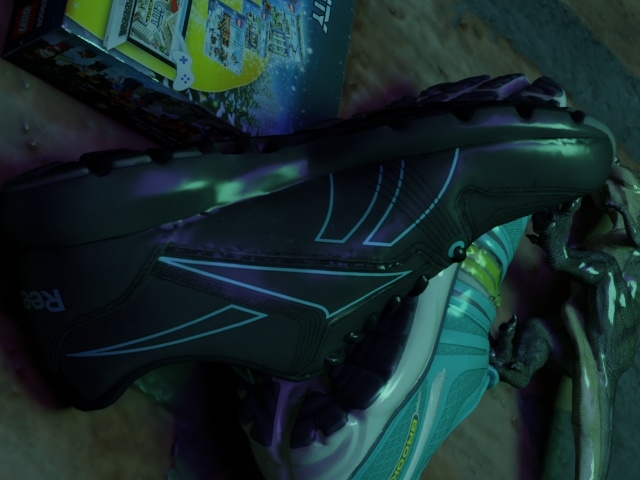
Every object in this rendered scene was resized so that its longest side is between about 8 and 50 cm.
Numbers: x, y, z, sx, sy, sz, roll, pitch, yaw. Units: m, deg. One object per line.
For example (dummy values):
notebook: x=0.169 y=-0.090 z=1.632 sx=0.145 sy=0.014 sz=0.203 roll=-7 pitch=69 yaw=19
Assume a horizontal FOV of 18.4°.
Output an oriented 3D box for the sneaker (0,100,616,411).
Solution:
sneaker: x=0.000 y=0.000 z=0.843 sx=0.267 sy=0.101 sz=0.106 roll=-11 pitch=96 yaw=-13

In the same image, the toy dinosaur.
toy dinosaur: x=0.132 y=0.044 z=1.041 sx=0.118 sy=0.064 sz=0.268 roll=39 pitch=55 yaw=-40

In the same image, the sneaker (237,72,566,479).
sneaker: x=0.044 y=0.024 z=0.946 sx=0.275 sy=0.107 sz=0.110 roll=-59 pitch=139 yaw=-34

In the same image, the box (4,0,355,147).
box: x=-0.051 y=-0.155 z=0.921 sx=0.159 sy=0.044 sz=0.233 roll=30 pitch=57 yaw=-37
